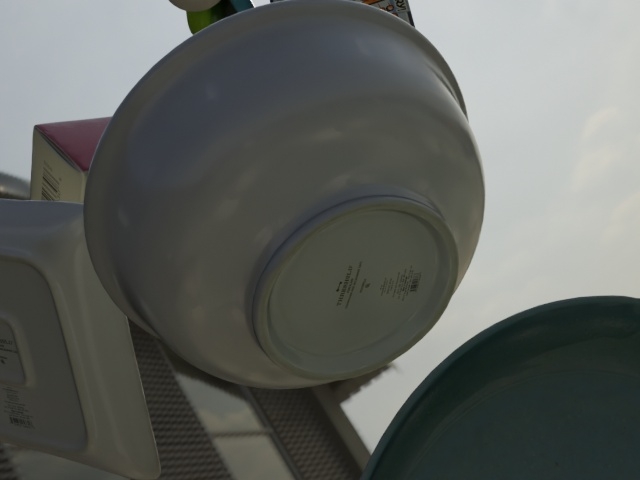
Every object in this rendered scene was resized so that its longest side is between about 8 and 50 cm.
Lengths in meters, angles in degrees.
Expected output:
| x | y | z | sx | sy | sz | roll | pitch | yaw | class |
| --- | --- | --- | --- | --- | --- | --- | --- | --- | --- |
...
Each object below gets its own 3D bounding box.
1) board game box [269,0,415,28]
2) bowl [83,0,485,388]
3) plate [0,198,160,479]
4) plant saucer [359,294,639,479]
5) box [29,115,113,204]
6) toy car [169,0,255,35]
| x | y | z | sx | sy | sz | roll | pitch | yaw | class |
| --- | --- | --- | --- | --- | --- | --- | --- | --- | --- |
| 0.035 | -0.222 | 1.144 | 0.136 | 0.035 | 0.201 | -15 | -30 | 9 | board game box |
| 0.000 | 0.000 | 0.714 | 0.298 | 0.134 | 0.297 | -14 | -51 | -18 | bowl |
| -0.289 | 0.094 | 0.994 | 0.277 | 0.277 | 0.045 | 5 | 25 | 32 | plate |
| 0.138 | 0.181 | 0.445 | 0.318 | 0.317 | 0.044 | -22 | -7 | -29 | plant saucer |
| -0.193 | -0.053 | 1.182 | 0.232 | 0.127 | 0.148 | -12 | -54 | -37 | box |
| -0.084 | -0.301 | 1.145 | 0.159 | 0.136 | 0.181 | 40 | -116 | -80 | toy car |
